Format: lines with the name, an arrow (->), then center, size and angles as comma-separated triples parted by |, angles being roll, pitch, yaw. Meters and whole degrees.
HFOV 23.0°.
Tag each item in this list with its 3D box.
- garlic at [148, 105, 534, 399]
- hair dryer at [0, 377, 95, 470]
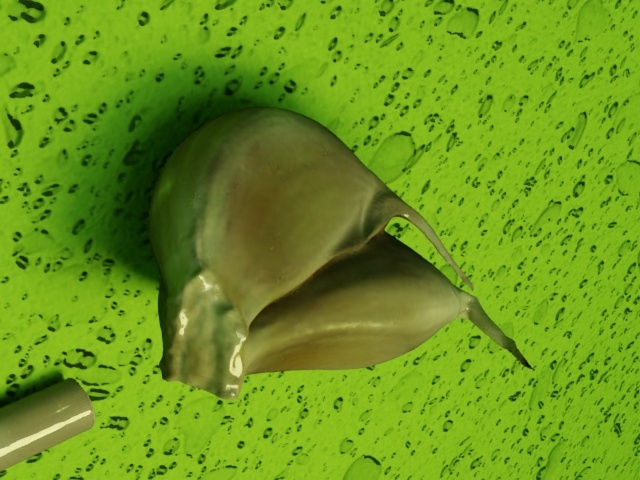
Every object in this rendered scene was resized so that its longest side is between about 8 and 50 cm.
garlic -> 0.000, 0.000, 1.400 | 0.340, 0.246, 0.231 | -1, 107, -26
hair dryer -> -0.294, 0.248, 1.430 | 0.195, 0.054, 0.220 | -24, 132, -30
